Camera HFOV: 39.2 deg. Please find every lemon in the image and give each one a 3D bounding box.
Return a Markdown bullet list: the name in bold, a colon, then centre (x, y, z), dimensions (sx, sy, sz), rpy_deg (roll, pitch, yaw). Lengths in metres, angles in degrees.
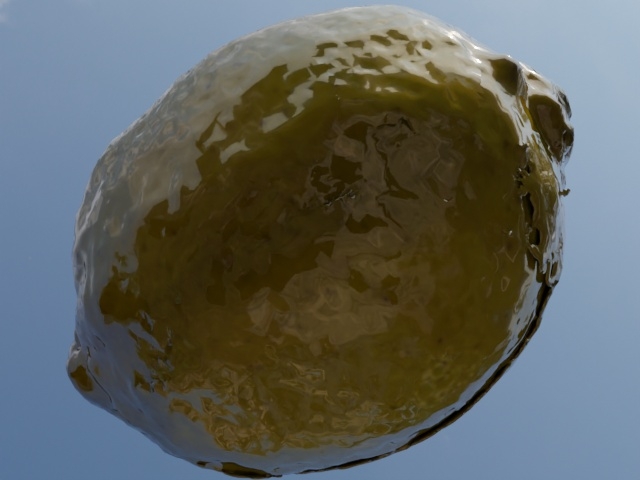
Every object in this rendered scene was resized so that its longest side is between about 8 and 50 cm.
- **lemon**: centre (0.000, 0.000, 0.417), dimensions (0.260, 0.204, 0.204), rpy_deg (-31, -81, 4)
